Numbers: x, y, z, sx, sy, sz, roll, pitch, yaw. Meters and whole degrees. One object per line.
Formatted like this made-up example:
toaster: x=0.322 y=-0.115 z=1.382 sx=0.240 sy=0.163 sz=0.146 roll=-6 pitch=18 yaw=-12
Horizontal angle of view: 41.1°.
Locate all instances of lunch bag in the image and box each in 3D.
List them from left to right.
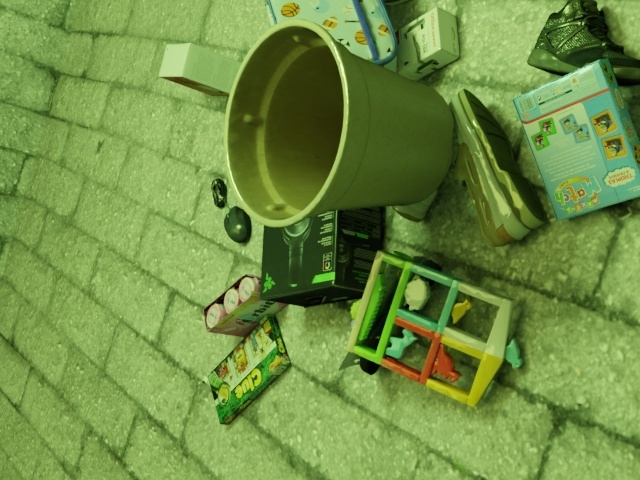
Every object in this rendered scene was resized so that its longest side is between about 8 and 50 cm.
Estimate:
lunch bag: x=0.027 y=-0.426 z=1.699 sx=0.243 sy=0.115 sz=0.303 roll=-16 pitch=64 yaw=2

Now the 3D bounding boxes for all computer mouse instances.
computer mouse: x=-0.235 y=-0.079 z=2.129 sx=0.071 sy=0.041 sz=0.242 roll=-58 pitch=42 yaw=22

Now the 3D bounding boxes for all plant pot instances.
plant pot: x=0.053 y=-0.180 z=1.458 sx=0.334 sy=0.305 sz=0.334 roll=-5 pitch=83 yaw=51

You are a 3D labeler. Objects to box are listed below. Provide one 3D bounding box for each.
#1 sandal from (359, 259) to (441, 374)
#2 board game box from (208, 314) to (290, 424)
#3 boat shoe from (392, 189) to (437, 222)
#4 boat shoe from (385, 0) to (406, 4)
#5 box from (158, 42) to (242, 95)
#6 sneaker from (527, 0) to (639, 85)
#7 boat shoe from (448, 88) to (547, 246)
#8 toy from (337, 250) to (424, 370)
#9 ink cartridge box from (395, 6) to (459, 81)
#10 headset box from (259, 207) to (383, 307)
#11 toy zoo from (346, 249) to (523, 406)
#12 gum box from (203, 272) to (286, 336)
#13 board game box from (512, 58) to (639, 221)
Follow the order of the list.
sandal: x=0.150 y=0.153 z=1.569 sx=0.054 sy=0.097 sz=0.254 roll=38 pitch=112 yaw=20
board game box: x=-0.167 y=0.298 z=1.949 sx=0.259 sy=0.030 sz=0.136 roll=-47 pitch=50 yaw=31
boat shoe: x=0.143 y=-0.160 z=1.663 sx=0.096 sy=0.098 sz=0.277 roll=-51 pitch=54 yaw=27
boat shoe: x=0.110 y=-0.568 z=1.820 sx=0.305 sy=0.091 sz=0.109 roll=15 pitch=91 yaw=51
box: x=-0.311 y=-0.444 z=2.224 sx=0.130 sy=0.170 sz=0.091 roll=14 pitch=90 yaw=52
sneaker: x=0.437 y=-0.319 z=1.360 sx=0.227 sy=0.087 sz=0.130 roll=35 pitch=113 yaw=54
boat shoe: x=0.277 y=-0.129 z=1.475 sx=0.103 sy=0.113 sz=0.302 roll=-38 pitch=53 yaw=30
toy: x=0.099 y=0.123 z=1.591 sx=0.056 sy=0.137 sz=0.237 roll=35 pitch=107 yaw=26
ink cartridge box: x=0.202 y=-0.383 z=1.683 sx=0.135 sy=0.056 sz=0.099 roll=-23 pitch=62 yaw=45
headset box: x=0.000 y=0.000 z=1.754 sx=0.246 sy=0.131 sz=0.283 roll=-12 pitch=71 yaw=49
toy zoo: x=0.201 y=0.154 z=1.446 sx=0.293 sy=0.030 sz=0.192 roll=22 pitch=102 yaw=24
gum box: x=-0.167 y=0.147 z=1.929 sx=0.188 sy=0.107 sz=0.062 roll=-39 pitch=52 yaw=37
board game box: x=0.406 y=-0.151 z=1.322 sx=0.160 sy=0.039 sz=0.211 roll=-21 pitch=88 yaw=45
